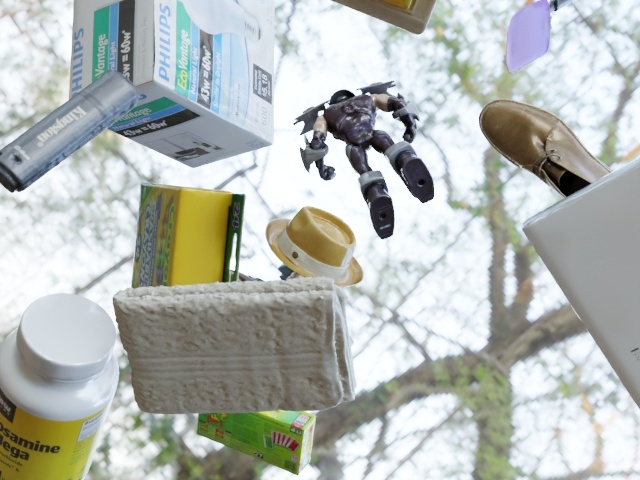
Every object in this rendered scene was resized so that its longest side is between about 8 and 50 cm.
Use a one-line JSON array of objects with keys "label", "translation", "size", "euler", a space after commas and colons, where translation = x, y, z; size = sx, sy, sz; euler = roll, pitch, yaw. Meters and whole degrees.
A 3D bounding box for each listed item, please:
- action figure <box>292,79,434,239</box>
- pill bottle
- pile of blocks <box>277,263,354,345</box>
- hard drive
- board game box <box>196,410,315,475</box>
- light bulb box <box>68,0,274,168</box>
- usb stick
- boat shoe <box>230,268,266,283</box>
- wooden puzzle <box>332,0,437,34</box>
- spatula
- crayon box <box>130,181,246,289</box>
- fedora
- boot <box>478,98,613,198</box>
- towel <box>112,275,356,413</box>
[{"label": "action figure", "translation": [0.065, -0.134, 1.813], "size": [0.099, 0.185, 0.285], "euler": [57, 5, -41]}, {"label": "pill bottle", "translation": [-0.419, 0.242, 1.953], "size": [0.188, 0.188, 0.334], "euler": [43, -46, 21]}, {"label": "pile of blocks", "translation": [-0.043, 0.135, 2.578], "size": [0.149, 0.112, 0.362], "euler": [24, -32, 30]}, {"label": "hard drive", "translation": [0.481, 0.066, 1.806], "size": [0.353, 0.233, 0.047], "euler": [55, 22, -11]}, {"label": "board game box", "translation": [-0.101, 0.285, 1.950], "size": [0.181, 0.043, 0.092], "euler": [19, -58, 19]}, {"label": "light bulb box", "translation": [-0.284, -0.377, 2.480], "size": [0.225, 0.357, 0.361], "euler": [-14, -23, 33]}, {"label": "usb stick", "translation": [-0.406, -0.178, 2.016], "size": [0.077, 0.278, 0.045], "euler": [46, -29, 3]}, {"label": "boat shoe", "translation": [-0.113, 0.097, 2.079], "size": [0.207, 0.073, 0.073], "euler": [25, -76, 42]}, {"label": "wooden puzzle", "translation": [0.085, -0.431, 1.822], "size": [0.221, 0.044, 0.238], "euler": [21, -55, 0]}, {"label": "spatula", "translation": [0.322, -0.320, 1.742], "size": [0.030, 0.296, 0.084], "euler": [10, -57, 26]}, {"label": "crayon box", "translation": [-0.202, 0.021, 1.845], "size": [0.323, 0.083, 0.203], "euler": [-171, -94, -69]}, {"label": "fedora", "translation": [0.000, 0.000, 2.172], "size": [0.194, 0.194, 0.079], "euler": [41, -62, 26]}, {"label": "boot", "translation": [0.396, -0.144, 2.172], "size": [0.305, 0.112, 0.115], "euler": [38, 19, 14]}, {"label": "towel", "translation": [-0.101, 0.128, 1.526], "size": [0.049, 0.282, 0.187], "euler": [-82, 167, -55]}]
